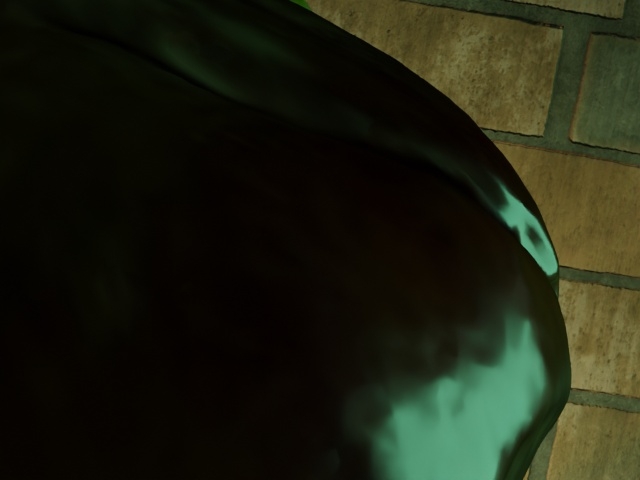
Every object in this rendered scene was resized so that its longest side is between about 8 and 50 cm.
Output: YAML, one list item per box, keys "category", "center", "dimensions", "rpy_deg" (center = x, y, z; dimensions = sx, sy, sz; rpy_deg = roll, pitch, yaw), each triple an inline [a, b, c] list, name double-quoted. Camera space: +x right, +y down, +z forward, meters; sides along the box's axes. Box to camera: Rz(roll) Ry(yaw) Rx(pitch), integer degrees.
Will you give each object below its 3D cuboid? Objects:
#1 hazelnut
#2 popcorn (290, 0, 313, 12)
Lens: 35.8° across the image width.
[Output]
- category: "hazelnut"
  center: [-0.059, 0.047, 0.458]
  dimensions: [0.372, 0.315, 0.372]
  rpy_deg: [43, 33, -37]
- category: "popcorn"
  center: [-0.076, -0.143, 0.866]
  dimensions: [0.237, 0.251, 0.206]
  rpy_deg: [-106, -162, -75]
